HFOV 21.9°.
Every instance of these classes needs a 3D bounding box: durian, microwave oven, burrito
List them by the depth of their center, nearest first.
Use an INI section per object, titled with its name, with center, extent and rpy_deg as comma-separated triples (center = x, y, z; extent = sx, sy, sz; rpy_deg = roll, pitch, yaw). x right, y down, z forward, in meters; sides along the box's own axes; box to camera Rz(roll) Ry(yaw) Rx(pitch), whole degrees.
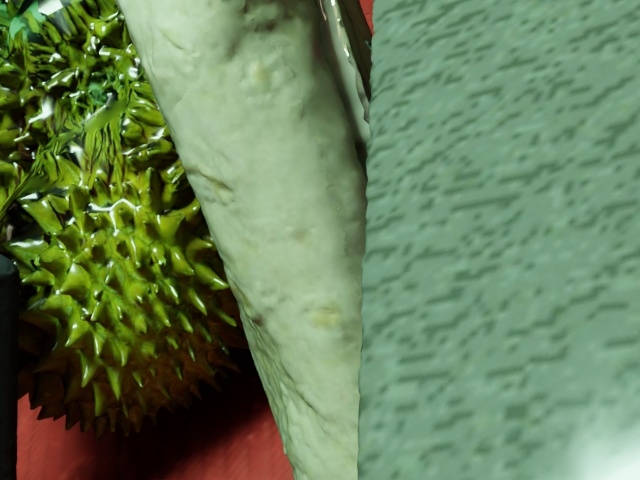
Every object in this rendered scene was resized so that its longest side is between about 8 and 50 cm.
[microwave oven]
center = 0.212, -0.036, 0.549
extent = 0.374, 0.236, 0.432
rpy_deg = -26, 36, 23
[burrito]
center = 0.000, 0.001, 0.747
extent = 0.105, 0.299, 0.143
rpy_deg = -18, 8, 10
[durian]
center = -0.100, -0.041, 0.923
extent = 0.291, 0.225, 0.291
rpy_deg = -4, 84, 38

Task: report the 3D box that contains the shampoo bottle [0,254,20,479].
[shampoo bottle]
center = -0.196, 0.083, 0.824
extent = 0.098, 0.071, 0.309
rpy_deg = 13, 104, 48
